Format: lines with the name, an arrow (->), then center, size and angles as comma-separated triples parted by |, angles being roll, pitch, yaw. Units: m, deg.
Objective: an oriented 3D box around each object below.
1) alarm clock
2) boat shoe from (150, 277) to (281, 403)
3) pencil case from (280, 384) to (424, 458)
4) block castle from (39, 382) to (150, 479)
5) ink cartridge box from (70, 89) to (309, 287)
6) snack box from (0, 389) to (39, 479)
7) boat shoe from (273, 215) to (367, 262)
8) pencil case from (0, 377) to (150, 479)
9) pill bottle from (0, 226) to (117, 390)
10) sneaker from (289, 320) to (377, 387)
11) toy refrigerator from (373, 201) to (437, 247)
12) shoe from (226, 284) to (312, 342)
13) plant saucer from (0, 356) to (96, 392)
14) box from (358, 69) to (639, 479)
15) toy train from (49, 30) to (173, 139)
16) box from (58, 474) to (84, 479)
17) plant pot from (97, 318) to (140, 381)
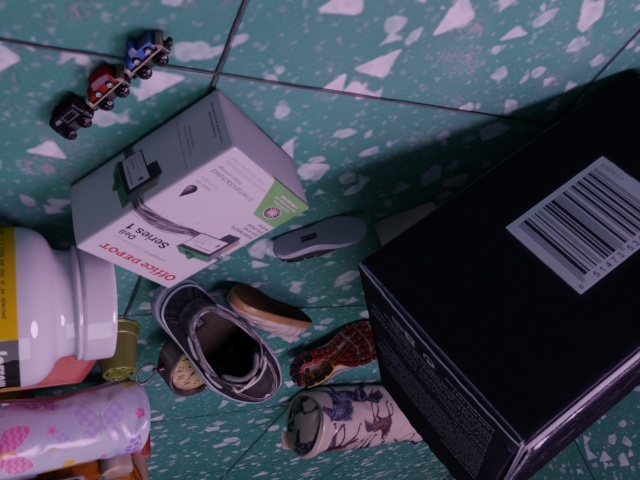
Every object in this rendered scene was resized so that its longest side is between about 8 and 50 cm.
alarm clock -> -0.231, 0.204, 1.068 | 0.192, 0.064, 0.129 | -12, 129, -46
boat shoe -> -0.146, 0.189, 0.995 | 0.121, 0.119, 0.335 | -47, 136, -10
pencil case -> 0.102, 0.456, 1.594 | 0.411, 0.160, 0.183 | 6, 126, -36
block castle -> -0.550, 0.421, 1.147 | 0.454, 0.212, 0.303 | -14, 144, -13
ink cartridge box -> -0.151, -0.048, 0.726 | 0.219, 0.092, 0.160 | -30, 147, 17
snack box -> -0.563, 0.309, 0.987 | 0.207, 0.174, 0.070 | -8, 149, -18
boat shoe -> 0.000, 0.000, 0.934 | 0.142, 0.049, 0.040 | -13, 155, 3
pencil case -> -0.401, 0.285, 0.951 | 0.273, 0.124, 0.113 | 2, 153, -40
pill bottle -> -0.408, 0.079, 0.695 | 0.334, 0.187, 0.188 | -3, 145, -25
sneaker -> 0.045, 0.231, 1.301 | 0.225, 0.088, 0.093 | -23, 169, 8
toy refrigerator -> 0.171, 0.055, 1.061 | 0.102, 0.094, 0.269 | -20, 148, 3
shoe -> -0.089, 0.131, 1.050 | 0.058, 0.076, 0.219 | -50, 145, 7
plant saucer -> -0.454, 0.190, 0.883 | 0.259, 0.047, 0.258 | -2, 170, -25
box -> 0.343, 0.104, 0.918 | 0.480, 0.297, 0.471 | -34, 149, -11
toy train -> -0.205, -0.151, 0.602 | 0.158, 0.027, 0.036 | -31, 136, 20
box -> -0.468, 0.502, 1.039 | 0.169, 0.087, 0.290 | -7, 142, -22
plant pot -> -0.327, 0.180, 1.004 | 0.083, 0.079, 0.083 | -14, 149, -9
